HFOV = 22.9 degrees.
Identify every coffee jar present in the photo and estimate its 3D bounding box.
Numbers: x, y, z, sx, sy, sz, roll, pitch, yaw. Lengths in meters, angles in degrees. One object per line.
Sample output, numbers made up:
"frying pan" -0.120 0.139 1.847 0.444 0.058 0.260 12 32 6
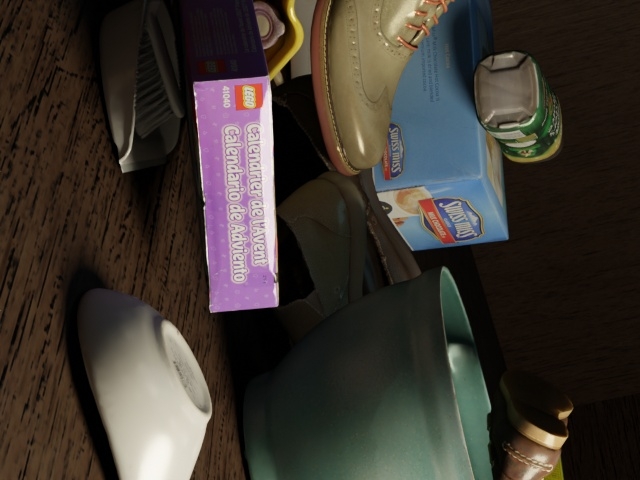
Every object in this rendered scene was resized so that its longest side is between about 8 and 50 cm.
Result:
"coffee jar" 0.232 -0.150 1.832 0.184 0.079 0.096 31 54 -70

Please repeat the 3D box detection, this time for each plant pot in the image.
"plant pot" 0.047 0.184 1.392 0.293 0.196 0.293 -13 90 -80

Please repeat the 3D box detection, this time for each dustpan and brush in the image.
"dustpan and brush" -0.135 -0.165 1.228 0.147 0.060 0.211 -34 111 -80

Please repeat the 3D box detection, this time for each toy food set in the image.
"toy food set" -0.083 -0.202 1.416 0.218 0.071 0.128 -43 -124 53

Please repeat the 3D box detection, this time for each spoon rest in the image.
"spoon rest" -0.096 0.158 1.030 0.276 0.084 0.137 64 7 8

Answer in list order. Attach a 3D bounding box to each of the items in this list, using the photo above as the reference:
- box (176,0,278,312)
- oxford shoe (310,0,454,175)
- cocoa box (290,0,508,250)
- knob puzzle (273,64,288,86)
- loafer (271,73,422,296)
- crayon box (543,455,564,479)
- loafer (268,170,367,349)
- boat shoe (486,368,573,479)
"box" -0.077 -0.110 1.246 0.293 0.057 0.200 -103 -171 -54
"oxford shoe" 0.072 -0.235 1.587 0.123 0.130 0.348 -3 99 -69
"cocoa box" 0.098 -0.181 1.951 0.231 0.228 0.347 53 33 -66
"knob puzzle" -0.067 -0.296 1.877 0.213 0.030 0.213 -13 90 -80
"loafer" 0.000 0.000 1.660 0.130 0.134 0.365 -4 69 -56
"crayon box" 0.218 0.363 2.069 0.318 0.202 0.081 -77 -178 -67
"loafer" -0.010 0.066 1.545 0.102 0.092 0.268 26 -57 57
"boat shoe" 0.179 0.170 1.409 0.207 0.073 0.073 -35 149 -76
